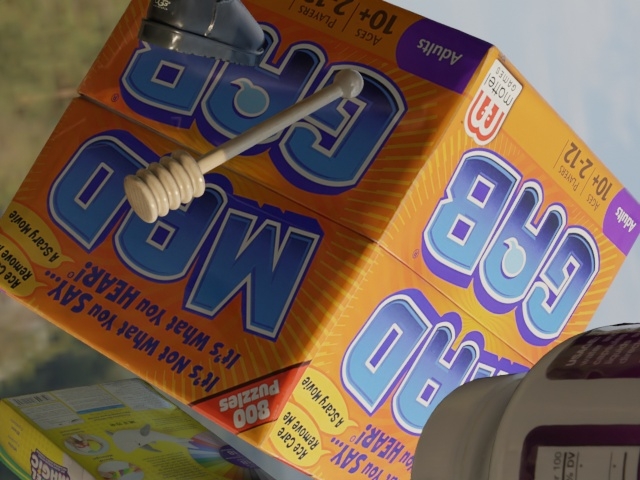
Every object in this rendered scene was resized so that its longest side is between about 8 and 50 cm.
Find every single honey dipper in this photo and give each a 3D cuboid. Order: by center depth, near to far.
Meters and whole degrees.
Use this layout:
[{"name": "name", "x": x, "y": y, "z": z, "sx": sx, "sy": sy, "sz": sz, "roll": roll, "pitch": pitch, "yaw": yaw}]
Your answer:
[{"name": "honey dipper", "x": -0.039, "y": -0.058, "z": 1.068, "sx": 0.030, "sy": 0.161, "sz": 0.030, "roll": 43, "pitch": -30, "yaw": 33}]

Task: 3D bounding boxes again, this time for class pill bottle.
[{"name": "pill bottle", "x": 0.188, "y": 0.120, "z": 0.876, "sx": 0.301, "sy": 0.169, "sz": 0.169, "roll": -8, "pitch": -89, "yaw": 50}]

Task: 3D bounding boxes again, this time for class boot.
[{"name": "boot", "x": -0.054, "y": -0.151, "z": 1.035, "sx": 0.121, "sy": 0.045, "sz": 0.099, "roll": 0, "pitch": 111, "yaw": -65}]

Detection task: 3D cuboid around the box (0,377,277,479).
[{"name": "box", "x": -0.098, "y": 0.139, "z": 1.075, "sx": 0.179, "sy": 0.105, "sz": 0.043, "roll": 29, "pitch": -64, "yaw": 45}]

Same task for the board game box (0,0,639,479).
[{"name": "board game box", "x": 0.000, "y": 0.000, "z": 1.623, "sx": 0.356, "sy": 0.356, "sz": 0.356, "roll": 27, "pitch": -6, "yaw": 36}]
